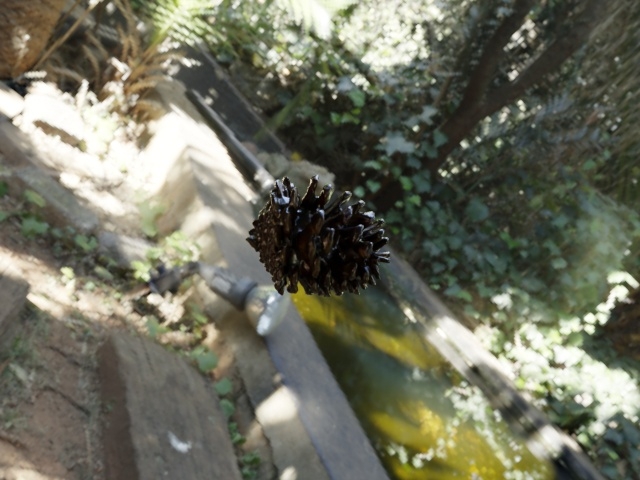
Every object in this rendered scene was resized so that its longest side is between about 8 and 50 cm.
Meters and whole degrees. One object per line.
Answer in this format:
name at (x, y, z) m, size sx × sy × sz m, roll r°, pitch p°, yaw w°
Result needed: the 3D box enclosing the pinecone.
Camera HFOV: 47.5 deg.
pinecone at (-0.001, 0.004, 0.576) m, size 0.109 × 0.102 × 0.102 m, roll 29°, pitch 12°, yaw -4°
